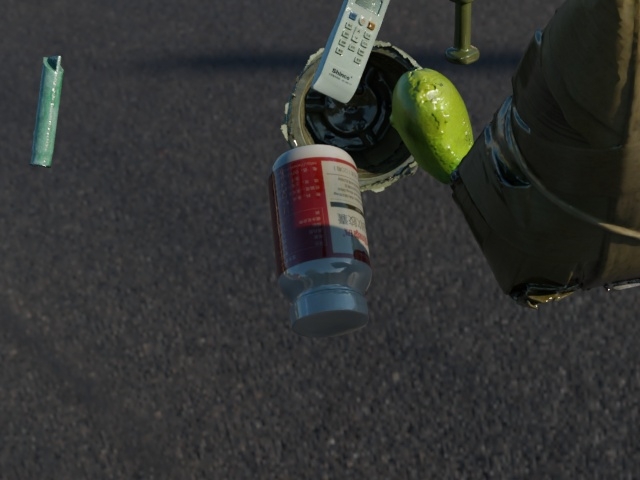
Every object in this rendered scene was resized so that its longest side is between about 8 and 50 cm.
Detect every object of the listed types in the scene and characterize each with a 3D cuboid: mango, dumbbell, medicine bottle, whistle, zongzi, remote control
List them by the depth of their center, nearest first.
[{"bbox_3d":[0.410,-0.128,1.065,0.500,0.467,0.218,-11,70,-14],"label":"zongzi"},{"bbox_3d":[0.038,-0.259,1.462,0.061,0.162,0.029,22,-1,-37],"label":"remote control"},{"bbox_3d":[0.000,0.000,1.596,0.131,0.131,0.250,-9,65,3],"label":"medicine bottle"},{"bbox_3d":[0.159,-0.158,1.625,0.100,0.178,0.119,-17,18,30],"label":"mango"},{"bbox_3d":[0.208,-0.317,1.683,0.052,0.118,0.046,-29,40,-35],"label":"dumbbell"},{"bbox_3d":[-0.457,-0.216,1.920,0.039,0.186,0.039,6,-2,0],"label":"whistle"}]

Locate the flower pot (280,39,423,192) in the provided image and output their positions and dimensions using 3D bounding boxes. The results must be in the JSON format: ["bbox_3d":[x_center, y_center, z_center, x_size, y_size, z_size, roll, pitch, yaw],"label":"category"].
[{"bbox_3d":[0.065,-0.251,2.206,0.290,0.290,0.259,-12,13,-2],"label":"flower pot"}]
